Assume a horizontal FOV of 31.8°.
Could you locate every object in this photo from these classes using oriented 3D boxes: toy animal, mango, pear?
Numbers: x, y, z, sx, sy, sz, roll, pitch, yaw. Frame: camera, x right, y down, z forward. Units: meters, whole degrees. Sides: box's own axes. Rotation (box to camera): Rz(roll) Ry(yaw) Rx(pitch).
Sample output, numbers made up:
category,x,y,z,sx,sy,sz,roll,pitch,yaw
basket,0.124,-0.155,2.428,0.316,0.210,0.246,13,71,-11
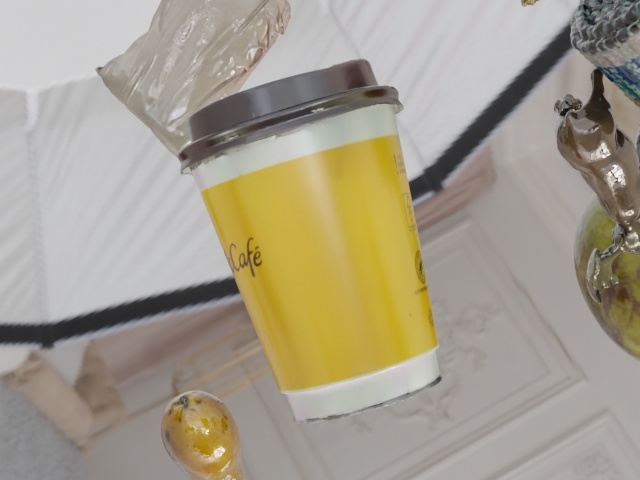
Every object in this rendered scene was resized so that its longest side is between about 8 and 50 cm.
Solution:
category,x,y,z,sx,sy,sz,roll,pitch,yaw
toy animal,0.274,-0.042,1.047,0.214,0.094,0.186,46,37,-36
mango,-0.149,0.258,1.434,0.115,0.090,0.178,42,-21,26
pear,0.447,0.032,1.384,0.283,0.284,0.283,60,-5,8

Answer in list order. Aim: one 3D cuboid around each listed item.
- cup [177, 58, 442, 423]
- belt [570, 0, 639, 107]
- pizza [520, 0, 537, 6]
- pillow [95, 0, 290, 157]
category,x,y,z,sx,sy,sz,roll,pitch,yaw
cup,0.000,0.000,0.936,0.196,0.197,0.279,172,-98,-85
belt,0.366,-0.224,0.943,0.160,0.295,0.207,41,16,-17
pizza,0.279,-0.321,1.374,0.078,0.025,0.083,32,-67,48
pillow,-0.163,-0.255,1.453,0.173,0.270,0.067,37,-6,-1
